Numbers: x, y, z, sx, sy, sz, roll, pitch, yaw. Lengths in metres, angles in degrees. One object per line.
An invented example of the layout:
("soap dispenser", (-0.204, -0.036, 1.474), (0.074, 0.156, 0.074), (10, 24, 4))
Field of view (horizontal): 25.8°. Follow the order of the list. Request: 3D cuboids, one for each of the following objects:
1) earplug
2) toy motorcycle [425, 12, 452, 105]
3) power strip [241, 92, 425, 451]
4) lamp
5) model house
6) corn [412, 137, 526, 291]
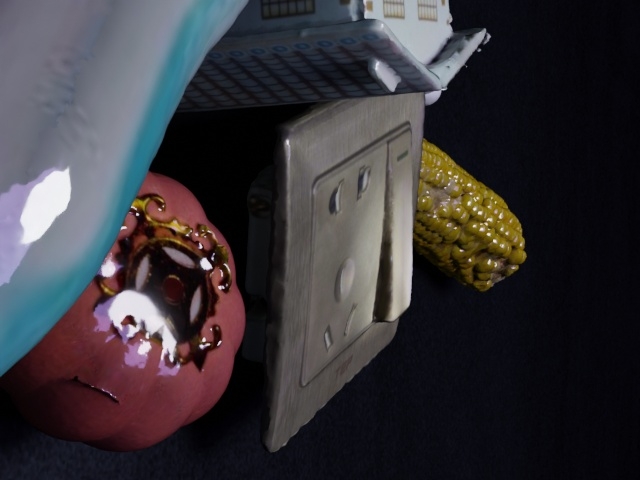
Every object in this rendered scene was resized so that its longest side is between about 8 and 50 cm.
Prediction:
("earplug", (-0.162, -0.062, 0.715), (0.185, 0.185, 0.324), (58, 39, -43))
("toy motorcycle", (0.072, -0.189, 1.262), (0.228, 0.074, 0.151), (-47, 125, -62))
("power strip", (0.000, -0.001, 1.080), (0.251, 0.092, 0.257), (-28, 126, -55))
("lamp", (-0.133, 0.039, 0.848), (0.182, 0.140, 0.182), (21, 60, -43))
("model house", (-0.021, -0.200, 0.945), (0.198, 0.224, 0.215), (-15, 102, -60))
("corn", (0.106, -0.032, 1.303), (0.320, 0.097, 0.097), (33, 62, -54))
